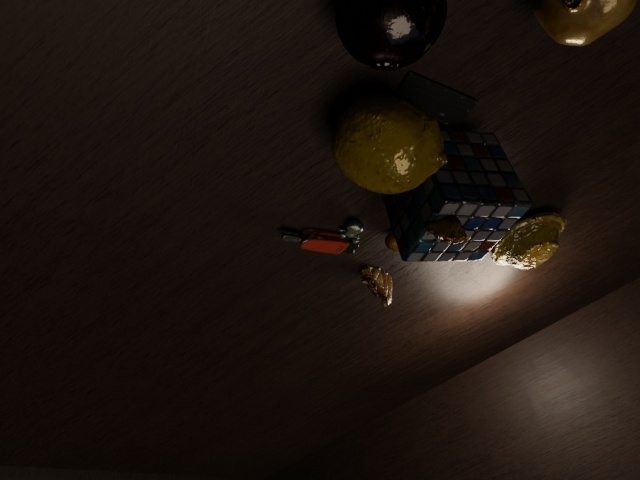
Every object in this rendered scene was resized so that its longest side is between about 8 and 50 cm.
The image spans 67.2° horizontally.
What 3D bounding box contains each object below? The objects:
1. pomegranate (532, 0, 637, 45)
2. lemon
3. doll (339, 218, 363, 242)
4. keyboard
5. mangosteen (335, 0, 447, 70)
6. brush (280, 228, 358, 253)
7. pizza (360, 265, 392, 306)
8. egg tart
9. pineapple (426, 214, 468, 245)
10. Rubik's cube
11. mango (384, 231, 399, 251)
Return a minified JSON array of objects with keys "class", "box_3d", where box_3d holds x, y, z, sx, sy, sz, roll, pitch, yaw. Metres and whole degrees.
[{"class":"pomegranate","box_3d":[0.601,-0.567,1.098,0.232,0.233,0.233,-14,142,-11]},{"class":"lemon","box_3d":[0.169,-0.240,1.219,0.254,0.310,0.254,-53,158,-33]},{"class":"doll","box_3d":[0.105,-0.039,1.626,0.076,0.051,0.083,16,132,-17]},{"class":"keyboard","box_3d":[0.367,-0.378,1.362,0.380,0.041,0.103,13,131,-30]},{"class":"mangosteen","box_3d":[0.142,-0.487,0.980,0.228,0.228,0.266,-3,101,-24]},{"class":"brush","box_3d":[0.000,-0.001,1.623,0.323,0.051,0.070,10,139,-40]},{"class":"pizza","box_3d":[0.214,0.169,1.902,0.069,0.154,0.194,-26,126,35]},{"class":"egg tart","box_3d":[0.888,0.020,2.037,0.340,0.132,0.342,-14,144,-11]},{"class":"pineapple","box_3d":[0.343,-0.022,1.267,0.114,0.077,0.114,11,167,28]},{"class":"Rubik's cube","box_3d":[0.380,-0.128,1.421,0.292,0.287,0.292,-1,145,-16]},{"class":"mango","box_3d":[0.323,-0.012,1.739,0.178,0.090,0.115,-31,133,16]}]
